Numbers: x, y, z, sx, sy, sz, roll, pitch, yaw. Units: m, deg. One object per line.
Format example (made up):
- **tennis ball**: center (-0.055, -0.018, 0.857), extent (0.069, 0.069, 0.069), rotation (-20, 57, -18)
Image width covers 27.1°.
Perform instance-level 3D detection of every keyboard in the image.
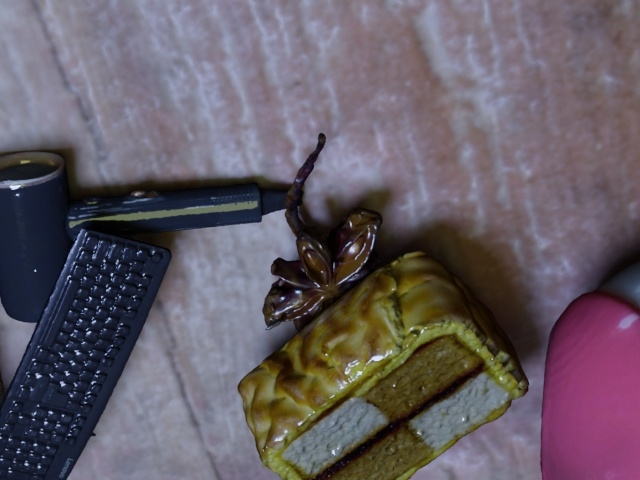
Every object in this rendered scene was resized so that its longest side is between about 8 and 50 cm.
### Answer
- **keyboard**: center (-0.200, 0.102, 1.077), extent (0.087, 0.017, 0.250), rotation (17, 113, -26)

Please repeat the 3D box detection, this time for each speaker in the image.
- **speaker**: center (0.317, 0.131, 1.032), extent (0.294, 0.294, 0.294), rotation (-1, 114, -2)

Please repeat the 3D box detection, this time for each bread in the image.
- **bread**: center (0.046, 0.120, 1.089), extent (0.222, 0.096, 0.181), rotation (-39, 135, 15)

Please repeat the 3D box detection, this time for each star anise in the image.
- **star anise**: center (0.000, 0.000, 1.059), extent (0.097, 0.070, 0.190), rotation (-6, 133, -20)

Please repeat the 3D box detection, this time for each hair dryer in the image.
- **hair dryer**: center (-0.139, -0.006, 1.072), extent (0.256, 0.070, 0.128), rotation (-4, 115, -6)

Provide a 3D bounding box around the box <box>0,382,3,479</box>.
- **box**: center (-0.376, 0.206, 1.154), extent (0.214, 0.069, 0.353), rotation (-3, 112, -1)
